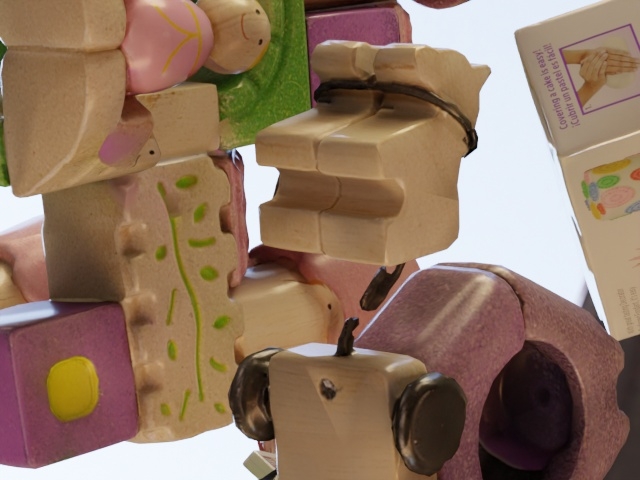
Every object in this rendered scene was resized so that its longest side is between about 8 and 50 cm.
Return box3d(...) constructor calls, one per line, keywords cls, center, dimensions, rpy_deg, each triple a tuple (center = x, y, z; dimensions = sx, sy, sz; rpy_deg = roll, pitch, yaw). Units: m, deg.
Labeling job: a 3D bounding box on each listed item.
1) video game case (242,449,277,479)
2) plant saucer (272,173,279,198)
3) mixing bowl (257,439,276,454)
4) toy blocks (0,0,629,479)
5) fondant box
box3d(cls="video game case", center=(0.019, 0.149, 0.949), dimensions=(0.122, 0.087, 0.011), rpy_deg=(41, -88, 17))
box3d(cls="plant saucer", center=(0.000, 0.000, 1.562), dimensions=(0.198, 0.036, 0.198), rpy_deg=(-171, -90, -71))
box3d(cls="mixing bowl", center=(0.045, 0.081, 1.252), dimensions=(0.181, 0.181, 0.098), rpy_deg=(24, -53, 47))
box3d(cls="toy blocks", center=(-0.002, -0.075, 0.606), dimensions=(0.309, 0.260, 0.288), rpy_deg=(6, -76, 45))
box3d(cls="fondant box", center=(0.295, -0.076, 1.092), dimensions=(0.330, 0.238, 0.096), rpy_deg=(-19, -121, 6))
